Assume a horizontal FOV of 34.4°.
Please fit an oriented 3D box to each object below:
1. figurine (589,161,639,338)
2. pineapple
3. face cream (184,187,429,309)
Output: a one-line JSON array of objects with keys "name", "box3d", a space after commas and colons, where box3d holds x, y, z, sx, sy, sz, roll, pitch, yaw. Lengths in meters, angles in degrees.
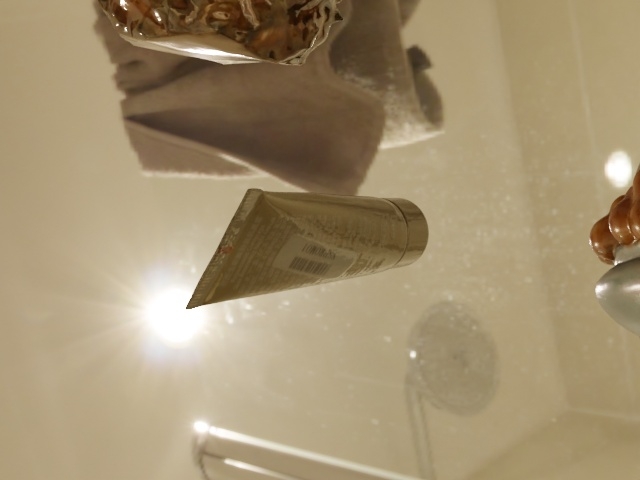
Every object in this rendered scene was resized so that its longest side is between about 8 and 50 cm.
[{"name": "figurine", "box3d": [0.338, -0.085, 0.700, 0.382, 0.205, 0.224, -62, -12, -8]}, {"name": "pineapple", "box3d": [-0.030, -0.254, 0.575, 0.170, 0.141, 0.310, 7, -83, -19]}, {"name": "face cream", "box3d": [0.000, 0.000, 1.073, 0.341, 0.084, 0.137, -6, -48, -56]}]
